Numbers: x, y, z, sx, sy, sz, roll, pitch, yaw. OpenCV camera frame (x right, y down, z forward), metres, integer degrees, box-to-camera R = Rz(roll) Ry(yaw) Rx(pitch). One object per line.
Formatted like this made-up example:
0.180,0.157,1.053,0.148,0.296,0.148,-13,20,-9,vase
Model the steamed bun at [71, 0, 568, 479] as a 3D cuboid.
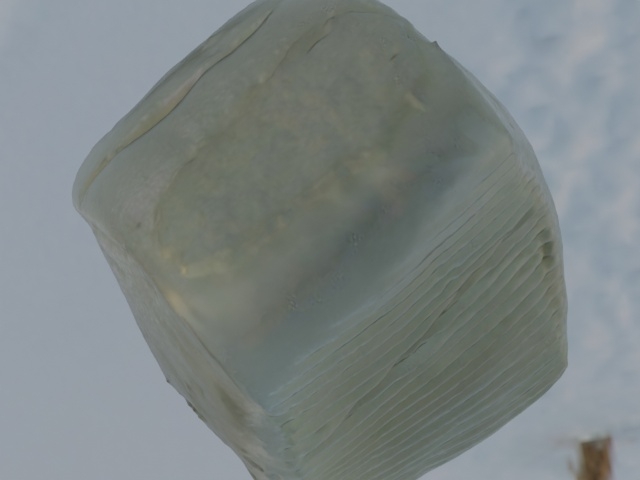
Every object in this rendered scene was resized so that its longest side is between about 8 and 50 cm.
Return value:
-0.001,-0.001,1.040,0.247,0.236,0.383,-40,154,-4,steamed bun
